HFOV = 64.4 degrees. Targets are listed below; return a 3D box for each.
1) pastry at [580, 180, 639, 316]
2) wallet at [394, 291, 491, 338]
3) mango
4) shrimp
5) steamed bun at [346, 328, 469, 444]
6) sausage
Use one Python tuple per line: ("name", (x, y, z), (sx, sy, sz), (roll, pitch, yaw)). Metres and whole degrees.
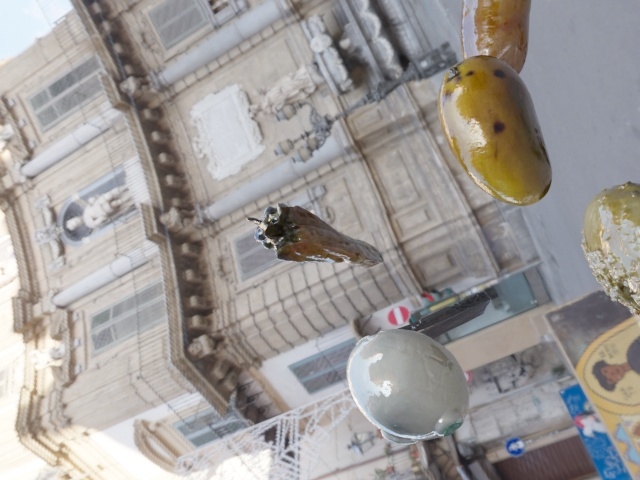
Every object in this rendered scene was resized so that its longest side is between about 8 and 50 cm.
("pastry", (0.572, 0.042, 0.862), (0.284, 0.184, 0.316), (33, -167, -26))
("wallet", (0.304, 0.226, 1.356), (0.165, 0.309, 0.042), (71, 174, -60))
("mango", (0.193, -0.116, 0.561), (0.115, 0.090, 0.178), (-28, -82, -38))
("shrimp", (0.000, 0.000, 0.725), (0.317, 0.168, 0.077), (13, -89, -73))
("steamed bun", (0.145, 0.251, 0.829), (0.228, 0.177, 0.131), (45, -143, -29))
("sausage", (0.253, -0.356, 0.713), (0.109, 0.109, 0.271), (-68, -18, -71))
